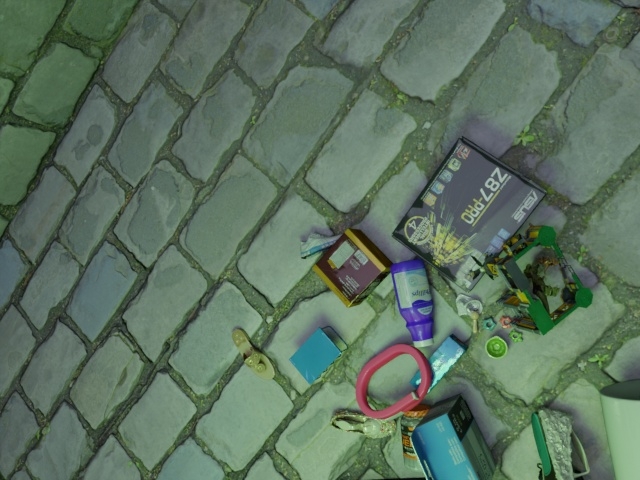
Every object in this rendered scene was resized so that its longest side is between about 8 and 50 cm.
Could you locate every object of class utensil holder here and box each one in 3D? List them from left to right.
[{"bbox_3d":[0.921,0.570,1.324,0.327,0.327,0.386,-11,81,23],"label":"utensil holder"}]

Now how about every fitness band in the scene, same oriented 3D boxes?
[{"bbox_3d":[0.235,0.470,1.721,0.291,0.054,0.209,-40,46,25],"label":"fitness band"}]

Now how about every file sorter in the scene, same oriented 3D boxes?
[{"bbox_3d":[-0.001,0.406,1.852,0.118,0.104,0.170,47,106,18],"label":"file sorter"}]

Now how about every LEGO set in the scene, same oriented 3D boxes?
[{"bbox_3d":[0.618,0.116,1.551,0.255,0.192,0.331,-43,100,-10],"label":"LEGO set"}]

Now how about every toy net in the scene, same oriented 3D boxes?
[{"bbox_3d":[0.527,0.257,1.651,0.122,0.045,0.232,-44,73,17],"label":"toy net"}]

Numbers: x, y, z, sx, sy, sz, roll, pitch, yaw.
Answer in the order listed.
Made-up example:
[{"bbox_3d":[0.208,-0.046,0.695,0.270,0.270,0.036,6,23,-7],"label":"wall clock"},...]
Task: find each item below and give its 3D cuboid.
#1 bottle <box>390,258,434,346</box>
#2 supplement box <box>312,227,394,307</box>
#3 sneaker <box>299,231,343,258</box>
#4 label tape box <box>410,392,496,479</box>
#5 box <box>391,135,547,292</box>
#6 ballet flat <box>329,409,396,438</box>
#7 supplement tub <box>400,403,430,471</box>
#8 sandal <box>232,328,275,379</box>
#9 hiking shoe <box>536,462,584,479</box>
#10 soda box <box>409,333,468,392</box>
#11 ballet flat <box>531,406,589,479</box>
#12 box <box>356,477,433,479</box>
[{"bbox_3d":[0.312,0.206,1.708,0.092,0.118,0.283,-21,78,56],"label":"bottle"},{"bbox_3d":[0.116,0.094,1.792,0.191,0.129,0.194,47,107,17],"label":"supplement box"},{"bbox_3d":[0.000,0.000,1.882,0.190,0.071,0.083,-21,75,22],"label":"sneaker"},{"bbox_3d":[0.399,0.629,1.535,0.115,0.347,0.249,-29,78,21],"label":"label tape box"},{"bbox_3d":[0.466,-0.082,1.659,0.318,0.097,0.395,39,105,16],"label":"box"},{"bbox_3d":[0.140,0.645,1.799,0.240,0.077,0.091,-3,87,23],"label":"ballet flat"},{"bbox_3d":[0.323,0.643,1.696,0.116,0.117,0.191,-7,86,24],"label":"supplement tub"},{"bbox_3d":[-0.277,0.446,1.988,0.088,0.079,0.240,-45,72,17],"label":"sandal"},{"bbox_3d":[0.710,0.828,1.535,0.132,0.113,0.304,-1,79,32],"label":"hiking shoe"},{"bbox_3d":[0.388,0.408,1.698,0.071,0.067,0.210,41,105,20],"label":"soda box"},{"bbox_3d":[0.691,0.671,1.449,0.146,0.147,0.409,-11,54,23],"label":"ballet flat"},{"bbox_3d":[0.229,0.896,1.626,0.343,0.312,0.179,-14,84,24],"label":"box"}]
